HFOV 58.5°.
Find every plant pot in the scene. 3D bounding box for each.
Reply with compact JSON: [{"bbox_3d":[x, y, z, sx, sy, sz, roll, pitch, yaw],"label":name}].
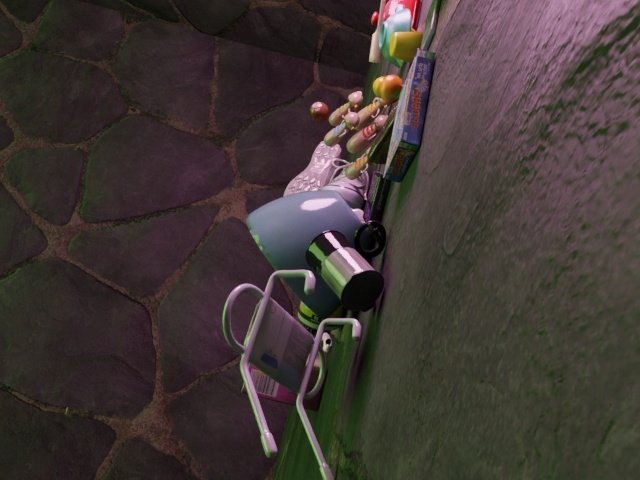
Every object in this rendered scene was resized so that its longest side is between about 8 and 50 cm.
[{"bbox_3d":[0.000,0.000,1.275,0.195,0.290,0.290,-38,6,5],"label":"plant pot"}]

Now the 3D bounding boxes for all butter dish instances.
[{"bbox_3d":[0.194,-0.582,1.534,0.160,0.118,0.160,109,175,-64],"label":"butter dish"}]

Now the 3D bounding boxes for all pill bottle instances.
[{"bbox_3d":[0.021,0.115,1.473,0.119,0.119,0.209,-82,6,-75],"label":"pill bottle"}]

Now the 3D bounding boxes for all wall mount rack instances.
[{"bbox_3d":[-0.039,0.231,0.978,0.350,0.130,0.304,50,-132,-47],"label":"wall mount rack"}]

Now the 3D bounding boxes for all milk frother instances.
[{"bbox_3d":[0.072,0.037,1.000,0.143,0.129,0.135,-48,43,6],"label":"milk frother"}]

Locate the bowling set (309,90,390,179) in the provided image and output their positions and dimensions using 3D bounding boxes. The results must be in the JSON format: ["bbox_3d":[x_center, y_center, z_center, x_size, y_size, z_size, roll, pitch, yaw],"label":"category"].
[{"bbox_3d":[0.083,-0.328,1.569,0.154,0.199,0.287,-36,36,40],"label":"bowling set"}]

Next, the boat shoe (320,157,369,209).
[{"bbox_3d":[0.091,-0.178,1.718,0.367,0.135,0.157,-5,-68,-82],"label":"boat shoe"}]

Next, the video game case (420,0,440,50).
[{"bbox_3d":[0.226,-0.447,1.172,0.087,0.011,0.122,109,175,-67],"label":"video game case"}]

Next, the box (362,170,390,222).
[{"bbox_3d":[0.125,-0.094,1.294,0.162,0.029,0.116,-78,2,-80],"label":"box"}]

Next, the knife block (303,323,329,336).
[{"bbox_3d":[0.009,0.184,1.848,0.242,0.088,0.276,111,173,-69],"label":"knife block"}]

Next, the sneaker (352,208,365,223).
[{"bbox_3d":[0.082,-0.010,1.554,0.065,0.061,0.158,-38,-37,-82],"label":"sneaker"}]

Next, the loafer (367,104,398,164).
[{"bbox_3d":[0.151,-0.220,1.191,0.148,0.050,0.056,-56,16,32],"label":"loafer"}]

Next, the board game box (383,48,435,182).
[{"bbox_3d":[0.162,-0.226,1.046,0.136,0.035,0.201,108,176,-66],"label":"board game box"}]

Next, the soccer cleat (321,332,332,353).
[{"bbox_3d":[0.020,0.289,1.644,0.083,0.029,0.036,-86,18,-61],"label":"soccer cleat"}]

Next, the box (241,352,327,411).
[{"bbox_3d":[-0.102,0.386,1.660,0.243,0.213,0.117,149,136,-87],"label":"box"}]

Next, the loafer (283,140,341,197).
[{"bbox_3d":[-0.021,-0.174,1.784,0.319,0.112,0.111,-56,-23,-31],"label":"loafer"}]

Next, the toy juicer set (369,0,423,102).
[{"bbox_3d":[0.184,-0.461,1.402,0.329,0.089,0.209,-94,11,-48],"label":"toy juicer set"}]
